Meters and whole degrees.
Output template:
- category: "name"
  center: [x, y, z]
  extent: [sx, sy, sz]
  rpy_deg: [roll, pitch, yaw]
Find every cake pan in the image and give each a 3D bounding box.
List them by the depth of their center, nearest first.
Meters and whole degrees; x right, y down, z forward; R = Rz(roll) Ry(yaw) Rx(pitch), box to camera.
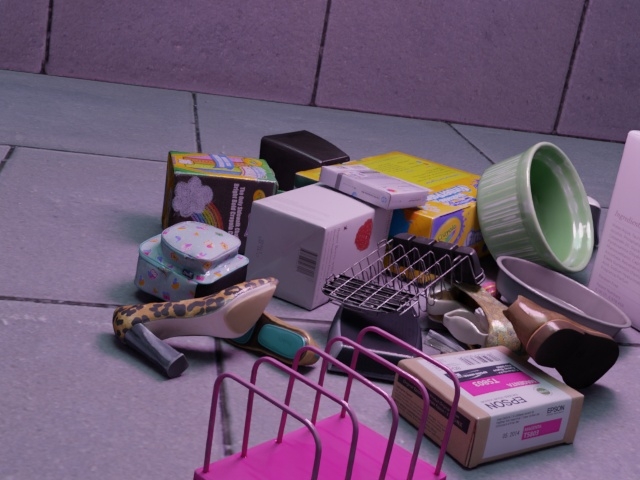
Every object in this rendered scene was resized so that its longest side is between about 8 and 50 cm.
- category: "cake pan"
  center: [0.480, 0.121, 1.961]
  extent: [0.293, 0.054, 0.293]
  rpy_deg: [22, 14, -6]

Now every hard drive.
- category: "hard drive"
  center: [0.100, 0.170, 1.733]
  extent: [0.172, 0.054, 0.254]
  rpy_deg: [10, 19, 2]

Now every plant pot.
- category: "plant pot"
  center: [-0.033, -0.158, 2.401]
  extent: [0.167, 0.187, 0.188]
  rpy_deg: [18, 20, 31]

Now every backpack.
- category: "backpack"
  center: [-0.246, 0.046, 1.800]
  extent: [0.188, 0.144, 0.166]
  rpy_deg: [14, 25, 24]

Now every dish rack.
- category: "dish rack"
  center: [0.145, 0.074, 1.778]
  extent: [0.208, 0.074, 0.271]
  rpy_deg: [13, 34, 43]

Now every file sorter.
- category: "file sorter"
  center: [0.017, 0.246, 1.279]
  extent: [0.202, 0.182, 0.291]
  rpy_deg: [25, 24, 38]

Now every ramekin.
- category: "ramekin"
  center: [0.483, -0.059, 2.203]
  extent: [0.148, 0.303, 0.303]
  rpy_deg: [-17, 0, 38]

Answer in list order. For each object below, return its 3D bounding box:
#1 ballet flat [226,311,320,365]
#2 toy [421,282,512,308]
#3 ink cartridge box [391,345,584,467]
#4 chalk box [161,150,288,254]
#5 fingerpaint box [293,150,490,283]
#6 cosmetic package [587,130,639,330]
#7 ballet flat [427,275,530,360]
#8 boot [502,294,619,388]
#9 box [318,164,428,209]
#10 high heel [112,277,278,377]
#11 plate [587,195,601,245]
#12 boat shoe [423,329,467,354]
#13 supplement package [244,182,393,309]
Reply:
- category: "ballet flat"
  center: [-0.098, 0.161, 1.672]
  extent: [0.232, 0.080, 0.073]
  rpy_deg: [25, -3, 33]
- category: "toy"
  center: [0.340, 0.118, 1.995]
  extent: [0.137, 0.056, 0.237]
  rpy_deg: [-9, 26, -45]
- category: "ink cartridge box"
  center: [0.260, 0.252, 1.522]
  extent: [0.235, 0.088, 0.193]
  rpy_deg: [-3, 21, -35]
- category: "chalk box"
  center: [-0.193, -0.079, 2.129]
  extent: [0.289, 0.180, 0.179]
  rpy_deg: [5, 19, -15]
- category: "fingerpaint box"
  center: [0.206, -0.068, 2.303]
  extent: [0.371, 0.163, 0.445]
  rpy_deg: [20, 22, 31]
- category: "cosmetic package"
  center: [0.823, 0.001, 2.038]
  extent: [0.330, 0.393, 0.327]
  rpy_deg: [-1, 21, -25]
- category: "ballet flat"
  center: [0.264, 0.134, 1.809]
  extent: [0.123, 0.123, 0.348]
  rpy_deg: [1, 18, -23]
- category: "boot"
  center: [0.411, 0.167, 1.646]
  extent: [0.305, 0.112, 0.115]
  rpy_deg: [31, 14, -48]
- category: "box"
  center: [0.112, -0.115, 2.047]
  extent: [0.186, 0.038, 0.145]
  rpy_deg: [23, 19, 34]
- category: "high heel"
  center: [-0.213, 0.104, 1.626]
  extent: [0.261, 0.093, 0.186]
  rpy_deg: [-36, 48, -29]
- category: "plate"
  center: [0.582, -0.085, 2.483]
  extent: [0.277, 0.045, 0.278]
  rpy_deg: [17, -15, 20]
- category: "boat shoe"
  center: [0.229, 0.198, 1.743]
  extent: [0.100, 0.035, 0.035]
  rpy_deg: [30, 4, -17]
- category: "supplement package"
  center: [0.000, 0.000, 1.987]
  extent: [0.175, 0.177, 0.293]
  rpy_deg: [20, 22, 26]
